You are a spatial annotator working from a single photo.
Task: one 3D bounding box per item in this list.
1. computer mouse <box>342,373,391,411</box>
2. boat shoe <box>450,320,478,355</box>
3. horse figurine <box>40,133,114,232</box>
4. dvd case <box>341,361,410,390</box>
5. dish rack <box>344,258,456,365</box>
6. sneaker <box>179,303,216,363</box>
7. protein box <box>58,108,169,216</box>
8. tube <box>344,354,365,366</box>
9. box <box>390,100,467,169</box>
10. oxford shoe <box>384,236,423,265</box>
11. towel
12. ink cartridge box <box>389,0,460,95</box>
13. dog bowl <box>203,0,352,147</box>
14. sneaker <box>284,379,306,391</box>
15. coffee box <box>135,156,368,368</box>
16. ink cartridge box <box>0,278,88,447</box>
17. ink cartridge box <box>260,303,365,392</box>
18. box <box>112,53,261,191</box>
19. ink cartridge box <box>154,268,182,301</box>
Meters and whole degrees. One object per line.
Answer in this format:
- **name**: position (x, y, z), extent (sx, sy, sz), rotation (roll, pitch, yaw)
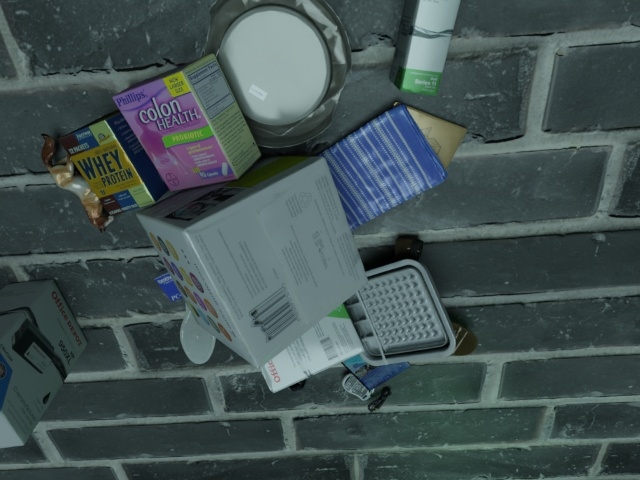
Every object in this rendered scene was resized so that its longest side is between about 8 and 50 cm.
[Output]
- **computer mouse**: position (0.155, 0.531, 1.538), extent (0.193, 0.042, 0.106), rotation (39, 90, -15)
- **boat shoe**: position (0.353, 0.280, 1.368), extent (0.303, 0.098, 0.109), rotation (17, 105, -7)
- **horse figurine**: position (-0.629, -0.166, 1.138), extent (0.174, 0.066, 0.263), rotation (-41, 114, 14)
- **dvd case**: position (0.155, 0.383, 1.449), extent (0.180, 0.022, 0.253), rotation (-37, 105, 19)
- **dish rack**: position (0.215, 0.207, 1.240), extent (0.333, 0.072, 0.285), rotation (-23, 89, 43)
- **sneaker**: position (-0.325, 0.194, 1.224), extent (0.105, 0.147, 0.295), rotation (3, 102, 7)
- **protein box**: position (-0.455, -0.203, 1.028), extent (0.136, 0.199, 0.201), rotation (-14, 118, 18)
- **tube**: position (0.090, 0.331, 1.398), extent (0.080, 0.052, 0.207), rotation (-13, 116, 16)
- **box**: position (0.249, -0.247, 1.108), extent (0.201, 0.021, 0.164), rotation (17, 119, -10)
- **oxford shoe**: position (0.238, 0.083, 1.276), extent (0.096, 0.083, 0.227), rotation (16, 124, 18)
- **towel**: position (0.131, -0.171, 1.126), extent (0.336, 0.040, 0.243), rotation (-29, 117, 21)
- **ink cartridge box**: position (0.220, -0.437, 0.925), extent (0.087, 0.153, 0.208), rotation (6, 121, -4)
- **dog bowl**: position (-0.102, -0.395, 0.980), extent (0.349, 0.102, 0.348), rotation (1, 119, 1)
- **sneaker**: position (-0.056, 0.362, 1.367), extent (0.125, 0.180, 0.321), rotation (20, 118, -11)
- **coffee box**: position (-0.157, 0.020, 1.006), extent (0.338, 0.334, 0.337), rotation (-34, 118, -28)
- **ink cartridge box**: position (-0.884, 0.339, 1.241), extent (0.167, 0.394, 0.285), rotation (-7, 120, 2)
- **ink cartridge box**: position (-0.047, 0.275, 1.248), extent (0.289, 0.121, 0.211), rotation (-24, 88, 1)
- **box**: position (-0.290, -0.251, 0.955), extent (0.214, 0.117, 0.242), rotation (-4, 125, 30)
- **ink cartridge box**: position (-0.383, 0.105, 1.300), extent (0.207, 0.046, 0.097), rotation (-21, 117, 12)
